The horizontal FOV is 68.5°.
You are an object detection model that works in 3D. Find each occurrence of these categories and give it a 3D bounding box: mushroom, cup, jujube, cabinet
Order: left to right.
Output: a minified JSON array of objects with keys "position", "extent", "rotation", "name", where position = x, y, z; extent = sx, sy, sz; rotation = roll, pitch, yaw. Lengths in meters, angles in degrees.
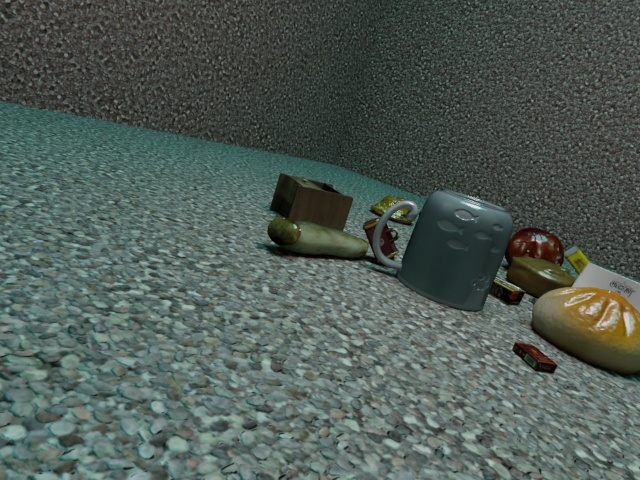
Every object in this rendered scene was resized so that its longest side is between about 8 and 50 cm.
[{"position":[-0.033,-0.130,1.614],"extent":[0.215,0.148,0.175],"rotation":[9,16,-28],"name":"cabinet"},{"position":[-0.003,-0.002,1.299],"extent":[0.333,0.087,0.107],"rotation":[9,21,-45],"name":"mushroom"},{"position":[0.329,-0.001,1.305],"extent":[0.357,0.274,0.259],"rotation":[18,13,-1],"name":"cup"},{"position":[0.897,0.057,1.957],"extent":[0.223,0.223,0.318],"rotation":[28,9,35],"name":"jujube"}]

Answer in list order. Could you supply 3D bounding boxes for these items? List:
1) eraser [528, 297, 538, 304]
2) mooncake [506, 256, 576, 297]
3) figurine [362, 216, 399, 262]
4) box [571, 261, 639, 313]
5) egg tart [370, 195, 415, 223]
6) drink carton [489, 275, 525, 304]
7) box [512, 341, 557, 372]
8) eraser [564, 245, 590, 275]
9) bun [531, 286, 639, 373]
[{"position":[0.710,0.206,1.501],"extent":[0.027,0.019,0.099],"rotation":[10,17,-29],"name":"eraser"},{"position":[0.796,0.133,1.698],"extent":[0.235,0.117,0.235],"rotation":[17,17,-5],"name":"mooncake"},{"position":[0.196,0.004,1.414],"extent":[0.098,0.154,0.082],"rotation":[-23,6,8],"name":"figurine"},{"position":[1.009,0.208,1.551],"extent":[0.203,0.116,0.274],"rotation":[35,-1,-41],"name":"box"},{"position":[0.367,-0.157,2.314],"extent":[0.241,0.105,0.241],"rotation":[13,17,-4],"name":"egg tart"},{"position":[0.550,0.141,1.481],"extent":[0.071,0.056,0.166],"rotation":[3,20,-36],"name":"drink carton"},{"position":[0.460,0.251,1.013],"extent":[0.052,0.023,0.082],"rotation":[14,14,-18],"name":"box"},{"position":[1.109,0.131,1.962],"extent":[0.226,0.069,0.158],"rotation":[55,25,10],"name":"eraser"},{"position":[0.717,0.204,1.220],"extent":[0.299,0.164,0.299],"rotation":[18,15,-5],"name":"bun"}]
